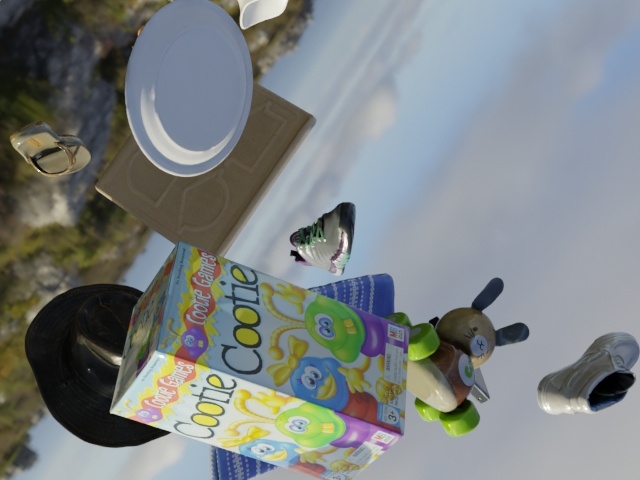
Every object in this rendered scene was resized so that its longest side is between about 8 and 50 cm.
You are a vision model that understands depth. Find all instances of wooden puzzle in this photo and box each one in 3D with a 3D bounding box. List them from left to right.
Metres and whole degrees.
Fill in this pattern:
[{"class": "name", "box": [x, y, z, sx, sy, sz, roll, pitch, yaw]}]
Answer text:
[{"class": "wooden puzzle", "box": [-0.203, -0.148, 2.134, 0.322, 0.348, 0.080, -55, 147, -4]}]

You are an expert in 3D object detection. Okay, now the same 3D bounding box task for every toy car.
[{"class": "toy car", "box": [0.198, 0.142, 1.603, 0.188, 0.155, 0.149, -33, -162, -15]}]

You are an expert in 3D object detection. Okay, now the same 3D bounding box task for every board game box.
[{"class": "board game box", "box": [-0.061, 0.137, 1.258, 0.144, 0.275, 0.142, -51, -155, 45]}]

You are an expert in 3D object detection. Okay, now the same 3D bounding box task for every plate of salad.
[{"class": "plate of salad", "box": [-0.151, -0.172, 1.329, 0.048, 0.200, 0.200, 10, -123, 37]}]

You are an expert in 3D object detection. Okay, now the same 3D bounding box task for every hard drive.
[{"class": "hard drive", "box": [0.220, 0.190, 1.876, 0.022, 0.135, 0.094, -30, -136, 16]}]

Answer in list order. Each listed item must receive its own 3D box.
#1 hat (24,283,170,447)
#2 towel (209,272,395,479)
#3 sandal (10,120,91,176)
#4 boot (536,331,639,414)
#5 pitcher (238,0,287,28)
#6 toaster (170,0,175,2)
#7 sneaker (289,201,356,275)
[{"class": "hat", "box": [-0.345, 0.185, 2.053, 0.331, 0.331, 0.134, -60, 180, -41]}, {"class": "towel", "box": [-0.014, 0.184, 1.598, 0.336, 0.040, 0.243, -11, 107, -45]}, {"class": "sandal", "box": [-0.378, -0.120, 1.671, 0.072, 0.049, 0.180, -34, 165, 5]}, {"class": "boot", "box": [0.499, 0.234, 2.034, 0.258, 0.095, 0.123, -27, -164, -34]}, {"class": "pitcher", "box": [-0.106, -0.428, 1.670, 0.125, 0.207, 0.178, -27, 179, -31]}, {"class": "toaster", "box": [-0.241, -0.483, 1.861, 0.186, 0.168, 0.110, -48, 150, -8]}, {"class": "sneaker", "box": [0.000, 0.000, 1.884, 0.224, 0.098, 0.083, 103, -6, -67]}]
